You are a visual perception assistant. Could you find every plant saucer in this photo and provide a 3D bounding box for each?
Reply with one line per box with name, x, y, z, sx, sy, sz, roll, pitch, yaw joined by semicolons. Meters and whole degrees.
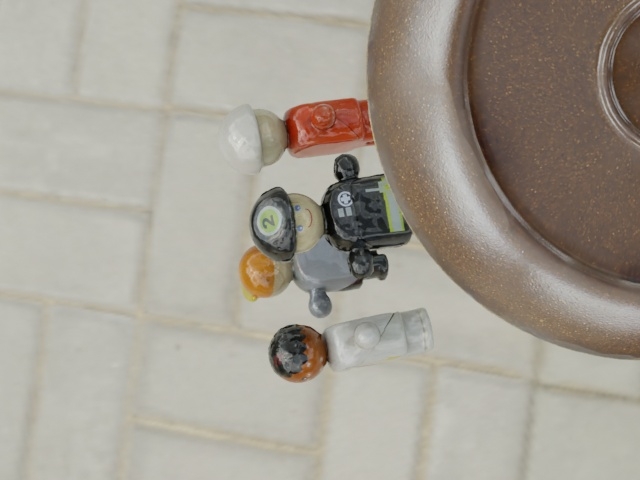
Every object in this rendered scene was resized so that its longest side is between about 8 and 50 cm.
plant saucer;0.180;-0.087;0.967;0.311;0.050;0.310;-1;96;-7

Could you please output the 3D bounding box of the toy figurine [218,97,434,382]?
toy figurine;0.000;0.000;1.554;0.148;0.213;0.209;-9;127;-13
